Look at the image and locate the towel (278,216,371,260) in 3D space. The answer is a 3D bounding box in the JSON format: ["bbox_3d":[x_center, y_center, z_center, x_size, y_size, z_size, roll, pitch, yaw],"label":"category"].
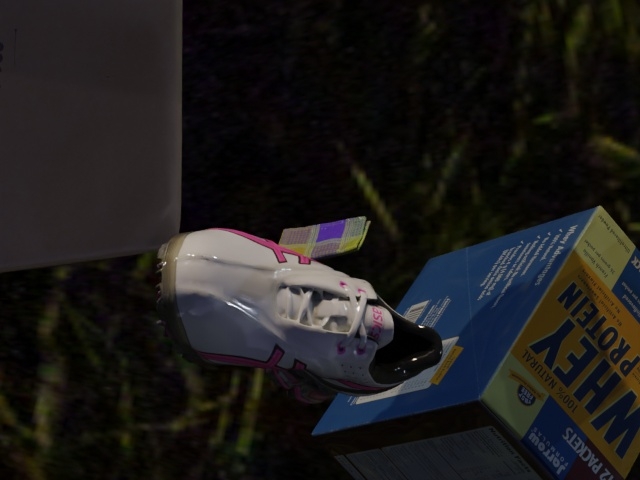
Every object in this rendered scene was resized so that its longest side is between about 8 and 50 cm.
[{"bbox_3d":[0.000,0.000,1.641,0.060,0.083,0.009,-67,144,-56],"label":"towel"}]

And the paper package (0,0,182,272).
[{"bbox_3d":[-0.277,-0.147,1.520,0.309,0.168,0.325,-7,109,-29],"label":"paper package"}]

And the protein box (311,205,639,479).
[{"bbox_3d":[0.140,0.106,1.372,0.136,0.201,0.200,48,56,-17],"label":"protein box"}]

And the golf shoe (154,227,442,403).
[{"bbox_3d":[-0.009,0.033,0.892,0.186,0.086,0.068,25,60,-56],"label":"golf shoe"}]
